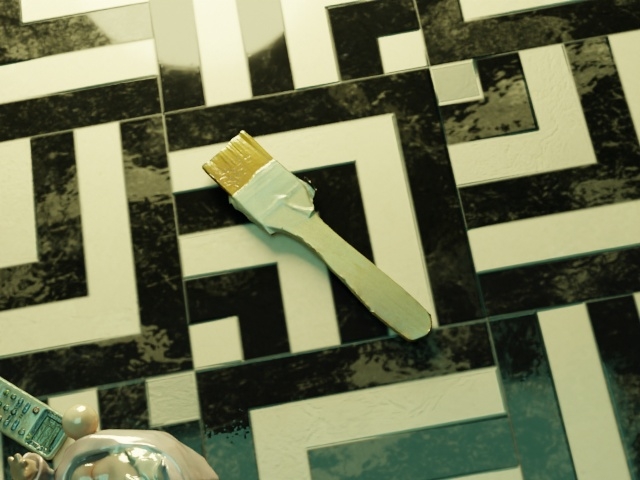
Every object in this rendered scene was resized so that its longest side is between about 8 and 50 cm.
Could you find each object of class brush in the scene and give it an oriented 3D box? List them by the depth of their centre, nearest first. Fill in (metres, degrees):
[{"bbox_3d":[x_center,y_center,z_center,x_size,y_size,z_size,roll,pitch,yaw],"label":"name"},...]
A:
[{"bbox_3d":[0.000,0.000,1.397,0.085,0.020,0.336,-42,71,-13],"label":"brush"}]

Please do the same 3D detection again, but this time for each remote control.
[{"bbox_3d":[-0.334,0.194,1.341,0.124,0.018,0.053,28,73,15],"label":"remote control"}]

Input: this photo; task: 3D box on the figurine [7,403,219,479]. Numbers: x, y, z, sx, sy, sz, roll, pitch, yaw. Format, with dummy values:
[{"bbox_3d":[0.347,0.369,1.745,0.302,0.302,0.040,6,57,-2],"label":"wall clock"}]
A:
[{"bbox_3d":[-0.245,0.271,1.245,0.275,0.133,0.200,-10,79,5],"label":"figurine"}]
